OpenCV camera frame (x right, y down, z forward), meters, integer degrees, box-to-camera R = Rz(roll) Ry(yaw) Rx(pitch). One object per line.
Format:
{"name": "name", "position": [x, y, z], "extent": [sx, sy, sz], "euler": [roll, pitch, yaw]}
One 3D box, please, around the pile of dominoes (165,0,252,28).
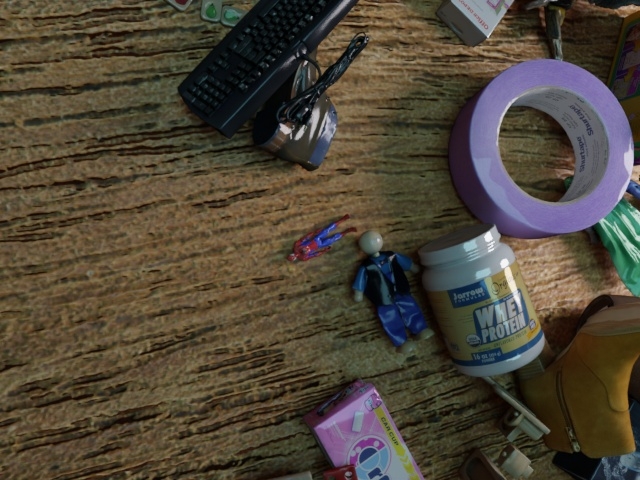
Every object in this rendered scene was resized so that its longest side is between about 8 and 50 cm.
{"name": "pile of dominoes", "position": [-0.137, -0.437, 0.841], "extent": [0.195, 0.040, 0.251], "euler": [7, 86, -18]}

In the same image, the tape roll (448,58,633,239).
{"name": "tape roll", "position": [0.350, -0.142, 0.941], "extent": [0.274, 0.090, 0.275], "euler": [1, 84, -10]}

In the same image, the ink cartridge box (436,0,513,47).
{"name": "ink cartridge box", "position": [0.261, -0.394, 0.961], "extent": [0.088, 0.052, 0.122], "euler": [38, 79, -14]}

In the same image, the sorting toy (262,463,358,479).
{"name": "sorting toy", "position": [-0.056, 0.399, 0.807], "extent": [0.274, 0.046, 0.132], "euler": [-11, 98, -2]}

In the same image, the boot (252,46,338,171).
{"name": "boot", "position": [-0.024, -0.210, 0.869], "extent": [0.106, 0.082, 0.219], "euler": [31, 68, -40]}

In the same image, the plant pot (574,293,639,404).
{"name": "plant pot", "position": [0.557, 0.185, 0.976], "extent": [0.230, 0.215, 0.215], "euler": [24, 81, -1]}

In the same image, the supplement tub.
{"name": "supplement tub", "position": [0.240, 0.088, 0.892], "extent": [0.144, 0.144, 0.200], "euler": [-24, 96, -17]}

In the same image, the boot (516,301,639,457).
{"name": "boot", "position": [0.440, 0.219, 0.889], "extent": [0.104, 0.295, 0.211], "euler": [-23, 87, -42]}

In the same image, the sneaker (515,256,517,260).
{"name": "sneaker", "position": [0.285, 0.025, 0.966], "extent": [0.083, 0.035, 0.031], "euler": [5, 86, -18]}

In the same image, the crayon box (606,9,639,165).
{"name": "crayon box", "position": [0.578, -0.274, 1.000], "extent": [0.081, 0.165, 0.279], "euler": [20, 83, -16]}

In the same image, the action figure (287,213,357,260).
{"name": "action figure", "position": [0.000, 0.000, 0.880], "extent": [0.115, 0.030, 0.038], "euler": [-30, 103, -14]}

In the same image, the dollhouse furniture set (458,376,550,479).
{"name": "dollhouse furniture set", "position": [0.247, 0.297, 0.905], "extent": [0.123, 0.144, 0.151], "euler": [40, 92, -8]}

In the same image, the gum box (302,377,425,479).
{"name": "gum box", "position": [0.063, 0.309, 0.872], "extent": [0.107, 0.062, 0.188], "euler": [-30, 98, -16]}

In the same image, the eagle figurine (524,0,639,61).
{"name": "eagle figurine", "position": [0.487, -0.432, 0.916], "extent": [0.226, 0.298, 0.225], "euler": [49, 53, -30]}

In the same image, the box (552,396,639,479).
{"name": "box", "position": [0.512, 0.367, 1.001], "extent": [0.156, 0.093, 0.158], "euler": [38, 79, -13]}

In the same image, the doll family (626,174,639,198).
{"name": "doll family", "position": [0.589, -0.084, 1.034], "extent": [0.193, 0.111, 0.076], "euler": [25, 115, -27]}

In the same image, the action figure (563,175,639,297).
{"name": "action figure", "position": [0.510, -0.028, 1.026], "extent": [0.232, 0.063, 0.137], "euler": [46, 78, -4]}

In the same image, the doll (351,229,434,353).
{"name": "doll", "position": [0.109, 0.071, 0.903], "extent": [0.129, 0.046, 0.189], "euler": [-28, 95, -26]}

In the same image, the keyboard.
{"name": "keyboard", "position": [-0.039, -0.267, 0.808], "extent": [0.201, 0.033, 0.317], "euler": [38, 83, 22]}
